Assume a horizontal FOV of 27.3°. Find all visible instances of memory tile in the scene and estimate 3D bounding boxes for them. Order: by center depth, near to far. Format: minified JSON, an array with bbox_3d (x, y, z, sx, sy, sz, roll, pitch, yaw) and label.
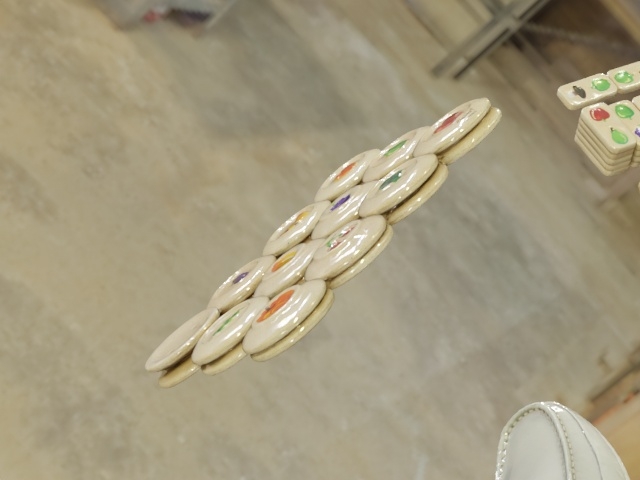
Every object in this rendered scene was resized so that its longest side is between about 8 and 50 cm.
[{"bbox_3d":[0.000,0.000,0.513,0.012,0.113,0.148,50,58,-12],"label":"memory tile"}]

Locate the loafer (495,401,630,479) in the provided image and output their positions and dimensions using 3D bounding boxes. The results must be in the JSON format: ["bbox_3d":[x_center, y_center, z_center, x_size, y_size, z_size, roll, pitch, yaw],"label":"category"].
[{"bbox_3d":[0.149,0.216,0.883,0.111,0.112,0.319,28,28,-15],"label":"loafer"}]

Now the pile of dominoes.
[{"bbox_3d":[0.368,-0.121,1.258,0.196,0.251,0.040,57,-23,34],"label":"pile of dominoes"}]
